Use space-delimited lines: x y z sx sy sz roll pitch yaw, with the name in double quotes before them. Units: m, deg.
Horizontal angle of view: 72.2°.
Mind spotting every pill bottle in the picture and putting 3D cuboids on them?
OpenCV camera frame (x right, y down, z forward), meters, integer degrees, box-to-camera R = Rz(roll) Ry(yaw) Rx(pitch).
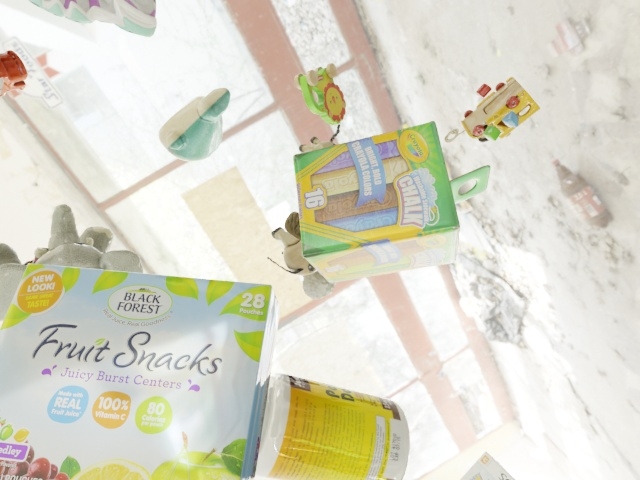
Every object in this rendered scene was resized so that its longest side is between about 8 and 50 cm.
"pill bottle" -0.010 0.232 0.534 0.215 0.117 0.117 18 -173 -13

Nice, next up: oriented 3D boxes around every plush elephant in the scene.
"plush elephant" -0.498 0.058 0.852 0.255 0.272 0.329 -49 57 40

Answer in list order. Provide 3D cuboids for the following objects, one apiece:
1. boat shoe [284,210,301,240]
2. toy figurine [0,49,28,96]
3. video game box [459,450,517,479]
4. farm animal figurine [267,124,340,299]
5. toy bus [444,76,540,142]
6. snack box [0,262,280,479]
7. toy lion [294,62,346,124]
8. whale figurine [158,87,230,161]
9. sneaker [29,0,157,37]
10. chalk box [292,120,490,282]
"boat shoe" 0.000 0.000 0.678 0.135 0.050 0.045 45 -165 35
"toy figurine" -0.474 -0.260 0.496 0.213 0.148 0.209 25 130 26
"video game box" 0.244 0.447 0.638 0.048 0.205 0.187 47 174 -19
"farm animal figurine" 0.026 -0.041 1.017 0.172 0.326 0.330 34 170 47
"toy bus" 0.456 -0.313 1.133 0.104 0.190 0.202 33 169 -27
"snack box" -0.147 0.115 0.343 0.070 0.207 0.174 89 -172 -64
"toy lion" 0.008 -0.236 0.723 0.034 0.100 0.096 -3 115 36
"whale figurine" -0.309 -0.299 1.155 0.272 0.216 0.141 -12 126 50
"sneaker" -0.174 -0.206 0.342 0.038 0.098 0.069 35 120 31
"chalk box" 0.091 -0.040 0.519 0.132 0.213 0.132 51 -149 -64
